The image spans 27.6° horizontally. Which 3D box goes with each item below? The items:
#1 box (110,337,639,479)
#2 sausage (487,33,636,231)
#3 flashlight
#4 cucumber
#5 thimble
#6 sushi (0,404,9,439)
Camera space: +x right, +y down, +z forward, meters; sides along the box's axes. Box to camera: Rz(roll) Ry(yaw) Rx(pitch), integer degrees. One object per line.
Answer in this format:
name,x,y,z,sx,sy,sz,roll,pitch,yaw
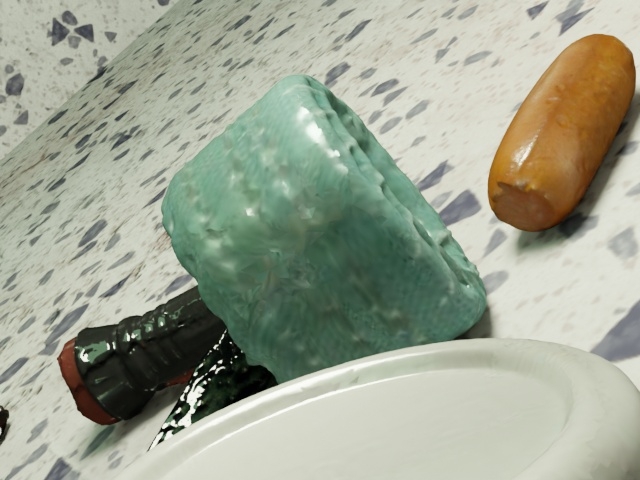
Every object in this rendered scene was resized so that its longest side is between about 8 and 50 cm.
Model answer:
box,0.019,0.154,0.414,0.291,0.206,0.262,-7,15,41
sausage,0.182,-0.085,0.963,0.076,0.076,0.197,-17,28,45
flashlight,-0.108,0.077,1.109,0.232,0.093,0.093,-26,23,16
cucumber,-0.080,0.141,0.958,0.211,0.062,0.078,-61,-5,-34
thimble,0.000,0.000,0.896,0.143,0.198,0.235,-38,46,10
sushi,-0.372,0.188,1.308,0.094,0.084,0.098,-23,29,28
